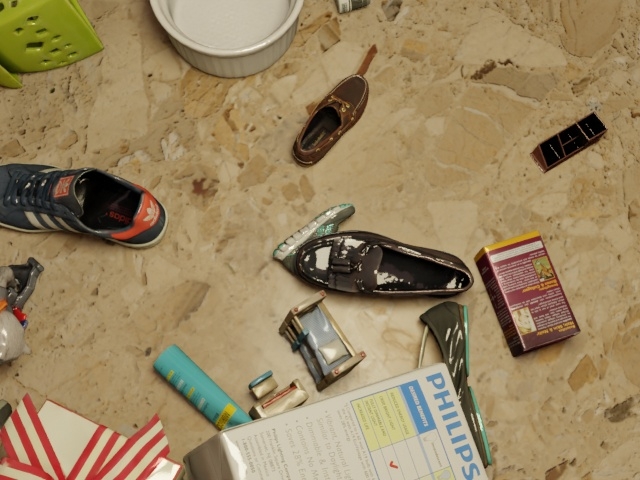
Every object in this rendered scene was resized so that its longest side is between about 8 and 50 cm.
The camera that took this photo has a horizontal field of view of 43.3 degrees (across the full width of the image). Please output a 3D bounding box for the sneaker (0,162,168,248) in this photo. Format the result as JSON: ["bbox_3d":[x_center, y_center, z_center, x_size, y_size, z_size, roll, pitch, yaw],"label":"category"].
[{"bbox_3d":[-0.437,-0.078,1.363,0.350,0.148,0.131,8,75,1],"label":"sneaker"}]

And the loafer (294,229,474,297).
[{"bbox_3d":[0.110,0.043,1.347,0.303,0.095,0.109,7,91,-9],"label":"loafer"}]

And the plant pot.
[{"bbox_3d":[-0.551,-0.417,1.419,0.207,0.228,0.227,-32,78,-2],"label":"plant pot"}]

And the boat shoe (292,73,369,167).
[{"bbox_3d":[0.024,-0.222,1.454,0.073,0.073,0.207,31,75,8],"label":"boat shoe"}]

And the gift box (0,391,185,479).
[{"bbox_3d":[-0.343,0.376,1.168,0.255,0.258,0.276,20,64,5],"label":"gift box"}]

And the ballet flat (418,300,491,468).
[{"bbox_3d":[0.213,0.239,1.329,0.096,0.095,0.280,-8,65,6],"label":"ballet flat"}]

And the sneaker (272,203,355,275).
[{"bbox_3d":[0.000,0.000,1.407,0.166,0.065,0.076,-37,95,-7],"label":"sneaker"}]

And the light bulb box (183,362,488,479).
[{"bbox_3d":[0.044,0.406,1.150,0.361,0.225,0.357,-12,74,-27],"label":"light bulb box"}]

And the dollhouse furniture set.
[{"bbox_3d":[-0.046,0.193,1.290,0.184,0.129,0.129,-30,77,-22],"label":"dollhouse furniture set"}]

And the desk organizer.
[{"bbox_3d":[0.451,-0.179,1.462,0.130,0.050,0.047,-30,78,-9],"label":"desk organizer"}]

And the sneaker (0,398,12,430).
[{"bbox_3d":[-0.525,0.374,1.286,0.118,0.083,0.222,29,68,-13],"label":"sneaker"}]

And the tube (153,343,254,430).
[{"bbox_3d":[-0.185,0.258,1.324,0.207,0.080,0.052,40,51,11],"label":"tube"}]

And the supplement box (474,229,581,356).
[{"bbox_3d":[0.348,0.091,1.371,0.104,0.081,0.188,-17,76,-6],"label":"supplement box"}]

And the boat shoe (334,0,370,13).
[{"bbox_3d":[0.040,-0.542,1.542,0.070,0.078,0.219,-15,84,-5],"label":"boat shoe"}]

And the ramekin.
[{"bbox_3d":[-0.165,-0.435,1.474,0.277,0.135,0.277,0,75,-1],"label":"ramekin"}]

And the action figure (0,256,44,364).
[{"bbox_3d":[-0.625,0.138,1.291,0.330,0.178,0.341,18,73,13],"label":"action figure"}]
